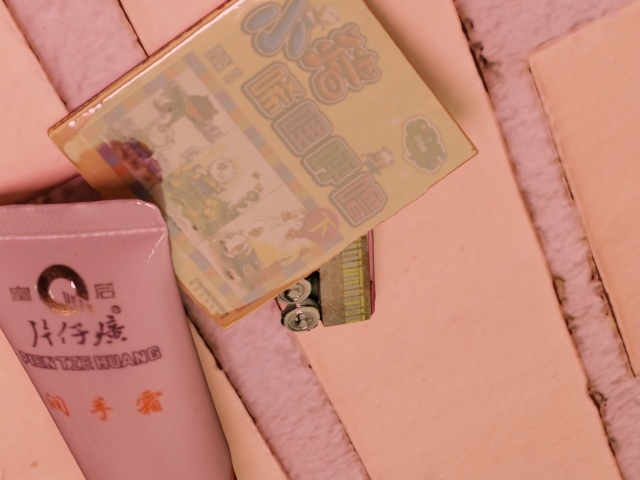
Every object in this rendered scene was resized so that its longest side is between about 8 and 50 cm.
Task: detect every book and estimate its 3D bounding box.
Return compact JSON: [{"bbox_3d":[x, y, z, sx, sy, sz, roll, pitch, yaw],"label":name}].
[{"bbox_3d":[-0.032,-0.057,1.080,0.192,0.013,0.168,-35,116,9],"label":"book"}]

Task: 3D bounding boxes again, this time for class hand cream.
[{"bbox_3d":[-0.117,0.085,1.152,0.140,0.089,0.314,-4,133,18],"label":"hand cream"}]

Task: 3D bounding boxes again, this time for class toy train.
[{"bbox_3d":[0.000,0.000,1.161,0.071,0.038,0.148,-15,135,-12],"label":"toy train"}]
